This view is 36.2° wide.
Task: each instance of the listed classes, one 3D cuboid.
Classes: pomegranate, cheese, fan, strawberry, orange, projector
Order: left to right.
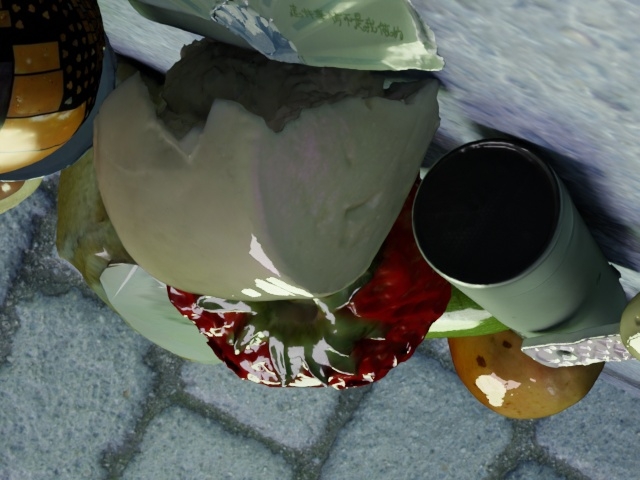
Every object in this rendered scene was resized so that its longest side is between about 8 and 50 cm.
[{"bbox_3d":[-0.245,-0.148,0.627,0.234,0.182,0.234,53,179,2],"label":"orange"},{"bbox_3d":[-0.044,-0.136,0.483,0.240,0.009,0.131,25,153,30],"label":"fan"},{"bbox_3d":[0.000,0.000,0.907,0.257,0.257,0.277,27,-148,-3],"label":"strawberry"},{"bbox_3d":[0.244,0.113,1.141,0.191,0.191,0.191,27,177,1],"label":"pomegranate"},{"bbox_3d":[0.174,0.021,0.790,0.108,0.108,0.337,26,176,28],"label":"projector"},{"bbox_3d":[0.240,0.067,0.688,0.127,0.050,0.255,31,153,-26],"label":"cheese"}]

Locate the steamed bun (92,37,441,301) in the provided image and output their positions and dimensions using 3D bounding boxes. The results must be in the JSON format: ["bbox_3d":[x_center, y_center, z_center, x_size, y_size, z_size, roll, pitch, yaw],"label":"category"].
[{"bbox_3d":[-0.044,-0.065,0.652,0.170,0.200,0.225,35,158,-34],"label":"steamed bun"}]

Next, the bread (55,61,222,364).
[{"bbox_3d":[-0.191,-0.017,1.265,0.395,0.264,0.239,28,152,-10],"label":"bread"}]

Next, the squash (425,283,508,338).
[{"bbox_3d":[0.101,0.061,1.082,0.395,0.107,0.107,-12,152,35],"label":"squash"}]

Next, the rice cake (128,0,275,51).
[{"bbox_3d":[-0.070,-0.150,0.602,0.222,0.042,0.080,24,171,48],"label":"rice cake"}]

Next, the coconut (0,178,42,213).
[{"bbox_3d":[-0.529,-0.181,1.287,0.353,0.352,0.352,27,177,1],"label":"coconut"}]

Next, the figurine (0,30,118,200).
[{"bbox_3d":[-0.355,-0.158,0.979,0.277,0.248,0.388,-6,179,-25],"label":"figurine"}]
